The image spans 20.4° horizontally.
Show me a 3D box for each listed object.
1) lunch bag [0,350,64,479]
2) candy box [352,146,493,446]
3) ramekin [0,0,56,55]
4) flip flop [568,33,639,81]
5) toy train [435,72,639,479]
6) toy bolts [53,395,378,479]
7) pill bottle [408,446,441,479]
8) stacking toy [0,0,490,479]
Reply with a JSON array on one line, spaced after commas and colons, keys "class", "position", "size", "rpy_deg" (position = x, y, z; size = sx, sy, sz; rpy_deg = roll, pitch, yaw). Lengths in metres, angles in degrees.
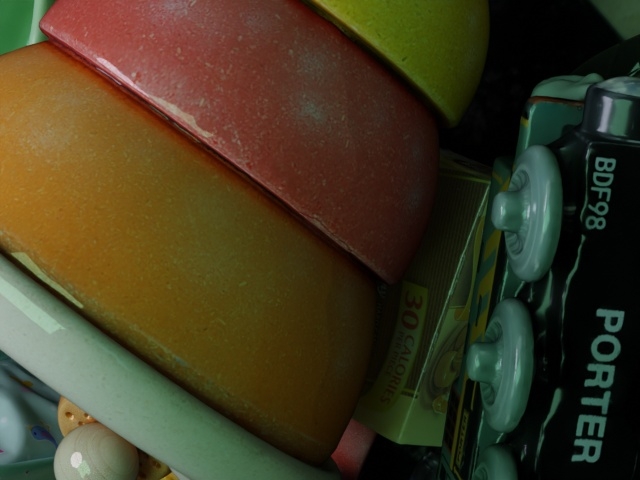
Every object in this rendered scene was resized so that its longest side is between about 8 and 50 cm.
[{"class": "lunch bag", "position": [-0.306, 0.211, 1.419], "size": [0.160, 0.262, 0.223], "rpy_deg": [42, 117, 21]}, {"class": "candy box", "position": [0.000, 0.000, 1.245], "size": [0.316, 0.087, 0.183], "rpy_deg": [26, 101, 42]}, {"class": "ramekin", "position": [-0.220, -0.126, 1.330], "size": [0.303, 0.148, 0.303], "rpy_deg": [-19, 65, 49]}, {"class": "flip flop", "position": [0.273, -0.101, 1.116], "size": [0.277, 0.080, 0.112], "rpy_deg": [-25, 56, 30]}, {"class": "toy train", "position": [0.144, 0.062, 1.052], "size": [0.142, 0.190, 0.334], "rpy_deg": [5, 102, -9]}, {"class": "toy bolts", "position": [-0.084, 0.186, 1.307], "size": [0.229, 0.158, 0.218], "rpy_deg": [19, 138, 11]}, {"class": "pill bottle", "position": [0.101, 0.221, 1.234], "size": [0.123, 0.123, 0.219], "rpy_deg": [30, 98, 26]}, {"class": "stacking toy", "position": [-0.012, -0.111, 1.061], "size": [0.351, 0.350, 0.480], "rpy_deg": [38, 91, 23]}]
